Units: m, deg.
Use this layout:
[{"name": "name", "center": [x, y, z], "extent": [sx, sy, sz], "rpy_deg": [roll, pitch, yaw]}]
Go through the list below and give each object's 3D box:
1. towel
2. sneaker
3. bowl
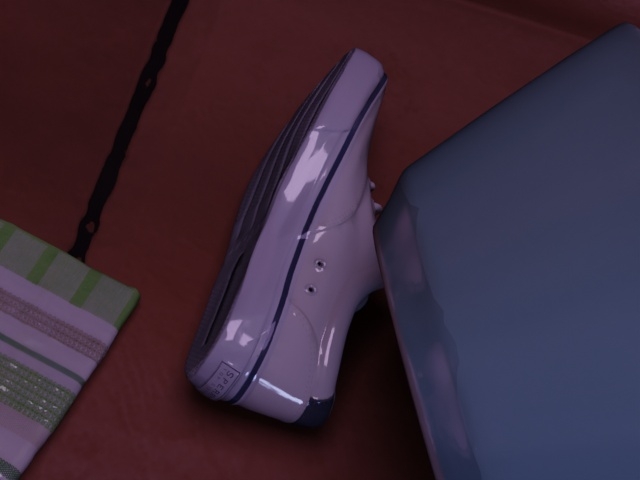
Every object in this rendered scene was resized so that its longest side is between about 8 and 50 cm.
[{"name": "towel", "center": [-0.188, 0.063, 1.003], "extent": [0.113, 0.023, 0.152], "rpy_deg": [29, 56, 6]}, {"name": "sneaker", "center": [0.000, 0.000, 1.046], "extent": [0.091, 0.094, 0.258], "rpy_deg": [31, 58, -15]}, {"name": "bowl", "center": [0.127, 0.053, 0.928], "extent": [0.163, 0.311, 0.311], "rpy_deg": [-14, 60, 4]}]
